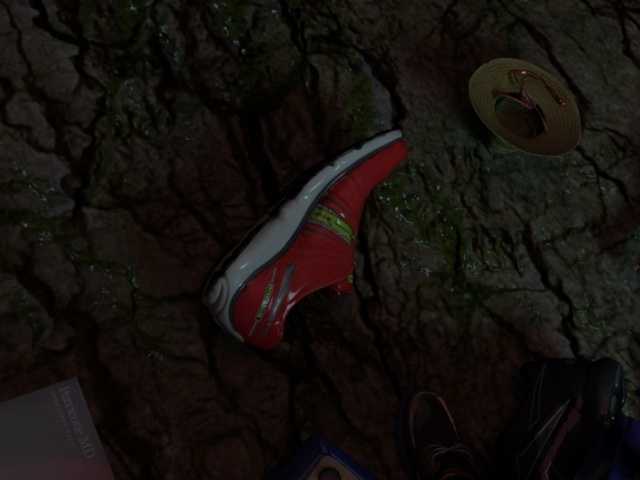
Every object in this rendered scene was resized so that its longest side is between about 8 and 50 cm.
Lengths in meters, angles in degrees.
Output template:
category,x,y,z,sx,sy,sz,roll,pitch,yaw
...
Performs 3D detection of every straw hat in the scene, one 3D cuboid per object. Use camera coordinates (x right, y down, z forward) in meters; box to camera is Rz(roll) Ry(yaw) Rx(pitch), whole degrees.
category,x,y,z,sx,sy,sz,roll,pitch,yaw
straw hat,0.209,-0.126,1.397,0.144,0.061,0.144,14,49,-17

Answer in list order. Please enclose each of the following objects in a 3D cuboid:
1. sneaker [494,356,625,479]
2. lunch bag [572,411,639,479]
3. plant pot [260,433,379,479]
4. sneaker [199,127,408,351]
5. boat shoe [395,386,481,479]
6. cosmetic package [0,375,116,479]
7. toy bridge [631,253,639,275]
category,x,y,z,sx,sy,sz,roll,pitch,yaw
sneaker,0.217,0.236,1.233,0.106,0.101,0.267,9,67,22
lunch bag,0.300,0.345,1.011,0.328,0.239,0.385,38,43,6
plant pot,-0.001,0.315,1.068,0.236,0.212,0.236,39,63,7
sneaker,0.000,0.000,1.290,0.118,0.107,0.279,48,67,-10
boat shoe,0.121,0.220,1.218,0.066,0.066,0.183,-8,68,-16
cosmetic package,-0.298,0.222,1.106,0.238,0.107,0.127,-22,70,-17
toy bridge,0.388,-0.019,1.396,0.063,0.026,0.188,32,52,29
